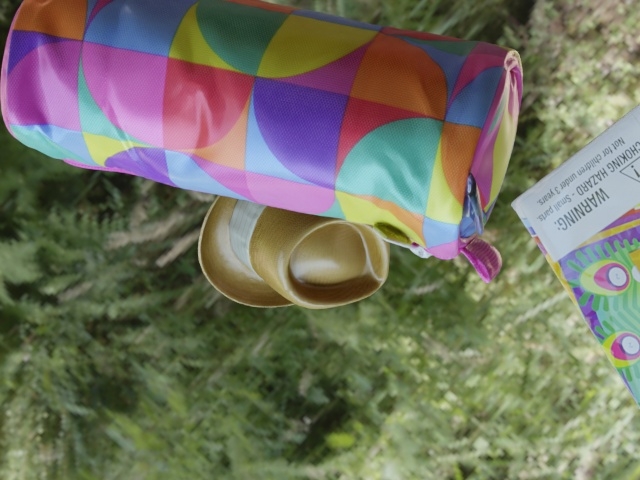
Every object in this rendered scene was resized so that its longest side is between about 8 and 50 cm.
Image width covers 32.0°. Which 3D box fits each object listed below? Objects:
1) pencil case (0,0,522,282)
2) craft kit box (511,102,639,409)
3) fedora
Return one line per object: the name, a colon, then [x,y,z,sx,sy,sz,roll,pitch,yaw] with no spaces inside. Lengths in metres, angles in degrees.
pencil case: [-0.024,-0.058,0.509,0.236,0.104,0.104,16,167,14]
craft kit box: [0.213,0.022,0.329,0.250,0.061,0.246,-43,73,41]
fedora: [0.000,0.000,0.891,0.079,0.194,0.194,51,180,39]
